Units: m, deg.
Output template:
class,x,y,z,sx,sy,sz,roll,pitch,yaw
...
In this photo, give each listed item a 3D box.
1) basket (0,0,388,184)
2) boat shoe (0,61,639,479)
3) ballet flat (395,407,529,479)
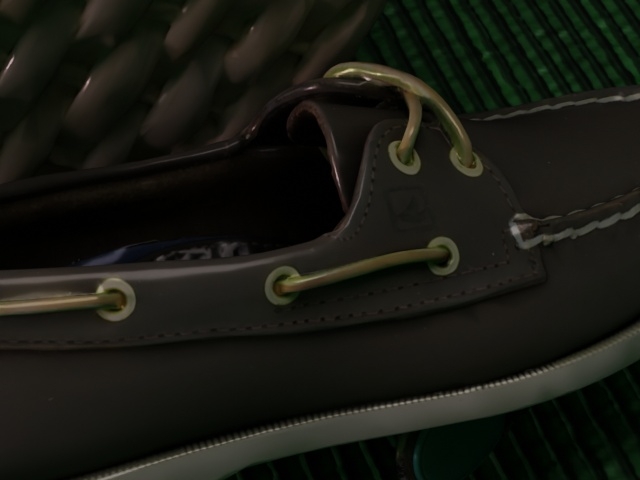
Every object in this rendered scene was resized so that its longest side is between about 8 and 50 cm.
class,x,y,z,sx,sy,sz,roll,pitch,yaw
basket,-0.116,-0.203,0.576,0.328,0.331,0.266,11,38,-39
boat shoe,0.002,0.002,0.577,0.305,0.091,0.109,-18,29,-18
ballet flat,0.050,0.045,0.628,0.041,0.041,0.114,34,46,22
